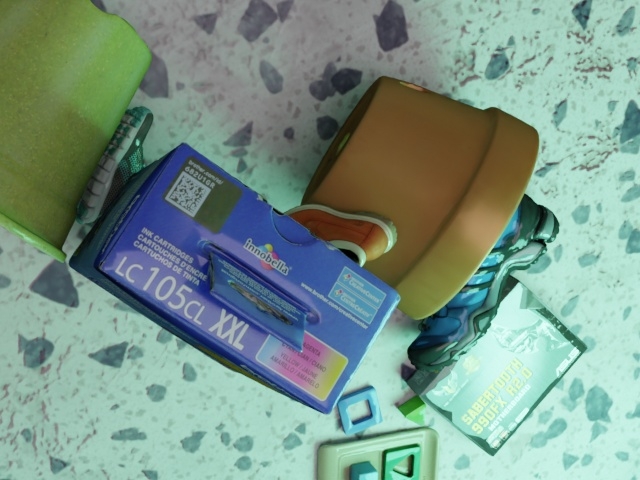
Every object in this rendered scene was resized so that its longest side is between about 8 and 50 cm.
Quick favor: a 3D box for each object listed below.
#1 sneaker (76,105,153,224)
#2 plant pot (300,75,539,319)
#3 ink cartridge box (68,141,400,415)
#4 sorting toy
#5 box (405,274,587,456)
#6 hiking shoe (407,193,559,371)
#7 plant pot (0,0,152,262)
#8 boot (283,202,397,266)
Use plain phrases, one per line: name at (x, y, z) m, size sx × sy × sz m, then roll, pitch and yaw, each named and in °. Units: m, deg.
sneaker at (-0.246, -0.089, 1.151) m, size 0.076 × 0.065 × 0.166 m, roll 23°, pitch 101°, yaw -40°
plant pot at (0.110, -0.073, 1.165) m, size 0.203 × 0.291 × 0.290 m, roll 31°, pitch 94°, yaw -8°
ink cartridge box at (-0.101, 0.040, 0.965) m, size 0.270 × 0.395 × 0.151 m, roll 35°, pitch 76°, yaw -16°
sorting toy at (0.094, 0.390, 1.407) m, size 0.196 × 0.047 × 0.347 m, roll -4°, pitch 107°, yaw -18°
box at (0.273, 0.191, 1.404) m, size 0.183 × 0.056 × 0.231 m, roll 42°, pitch 89°, yaw -25°
hiking shoe at (0.205, 0.046, 1.323) m, size 0.132 × 0.113 × 0.304 m, roll 39°, pitch 82°, yaw -14°
plant pot at (-0.328, -0.155, 1.005) m, size 0.276 × 0.276 × 0.254 m, roll 38°, pitch 80°, yaw -24°
boot at (0.000, 0.000, 1.061) m, size 0.084 × 0.158 × 0.059 m, roll -43°, pitch 128°, yaw -48°
